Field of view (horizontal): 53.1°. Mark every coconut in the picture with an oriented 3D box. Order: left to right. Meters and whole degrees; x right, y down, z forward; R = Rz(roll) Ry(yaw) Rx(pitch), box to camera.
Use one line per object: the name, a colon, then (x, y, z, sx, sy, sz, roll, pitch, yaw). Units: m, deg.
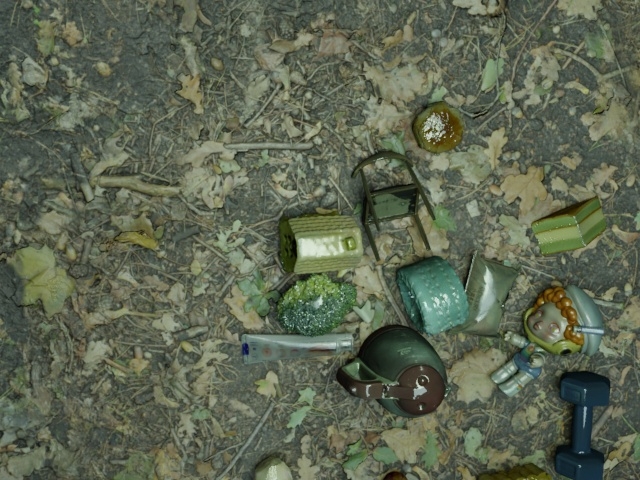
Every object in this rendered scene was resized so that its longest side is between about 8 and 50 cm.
coconut: (-0.134, 0.709, 1.892, 0.110, 0.110, 0.124, -35, 95, -2)

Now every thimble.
thimble: (0.322, 0.162, 1.832, 0.143, 0.235, 0.198, -19, 139, -5)

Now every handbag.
handbag: (0.498, 0.173, 1.911, 0.183, 0.117, 0.270, 14, 96, -17)

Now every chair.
chair: (0.205, -0.102, 1.826, 0.188, 0.166, 0.272, -11, 55, -5)

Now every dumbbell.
dumbbell: (0.808, 0.573, 1.978, 0.160, 0.144, 0.324, 0, 96, -6)

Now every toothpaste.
toothpaste: (-0.067, 0.311, 1.881, 0.323, 0.066, 0.100, -3, 111, -3)

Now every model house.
model house: (0.000, 0.000, 1.755, 0.193, 0.234, 0.174, -4, 87, -14)

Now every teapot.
teapot: (0.202, 0.381, 1.796, 0.315, 0.312, 0.233, 0, 95, -7)

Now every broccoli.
broccoli: (-0.018, 0.185, 1.822, 0.198, 0.226, 0.176, 29, 73, -32)

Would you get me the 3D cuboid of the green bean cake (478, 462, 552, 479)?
green bean cake: (0.615, 0.823, 1.990, 0.224, 0.131, 0.229, -8, 94, -8)

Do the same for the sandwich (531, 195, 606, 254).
sandwich: (0.767, -0.048, 1.967, 0.187, 0.144, 0.117, -28, 101, -39)

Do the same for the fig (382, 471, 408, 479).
fig: (0.230, 0.758, 1.936, 0.089, 0.125, 0.088, 0, 99, -3)

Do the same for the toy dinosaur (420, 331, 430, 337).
toy dinosaur: (0.310, 0.254, 1.935, 0.047, 0.030, 0.083, -42, 99, 0)

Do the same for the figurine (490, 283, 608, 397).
figurine: (0.677, 0.304, 1.943, 0.205, 0.224, 0.382, 33, 117, -31)

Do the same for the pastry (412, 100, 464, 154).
pastry: (0.342, -0.323, 1.847, 0.153, 0.081, 0.153, -1, 95, -11)
